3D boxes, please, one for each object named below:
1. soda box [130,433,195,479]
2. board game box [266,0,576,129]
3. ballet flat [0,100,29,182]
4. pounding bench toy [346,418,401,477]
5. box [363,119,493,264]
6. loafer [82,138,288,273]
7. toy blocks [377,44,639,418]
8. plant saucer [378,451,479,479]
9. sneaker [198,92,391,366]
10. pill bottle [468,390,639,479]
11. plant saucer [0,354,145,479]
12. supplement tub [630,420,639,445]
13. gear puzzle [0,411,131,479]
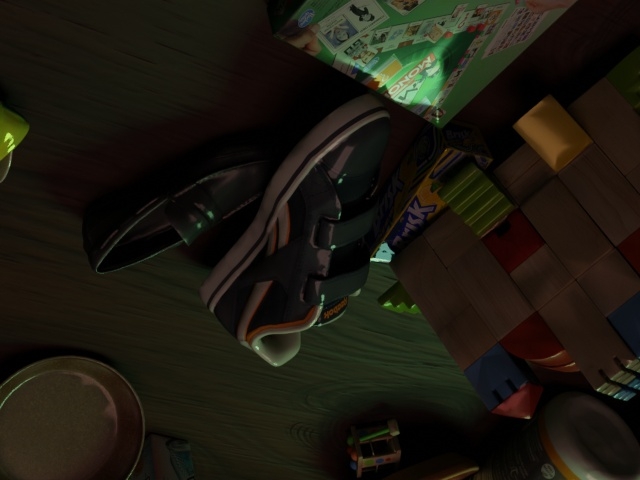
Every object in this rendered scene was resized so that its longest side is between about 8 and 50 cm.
[{"bbox_3d":[-0.191,0.336,1.416,0.063,0.183,0.058,20,128,-35],"label":"soda box"},{"bbox_3d":[0.134,-0.250,0.971,0.213,0.046,0.317,24,126,-36],"label":"board game box"},{"bbox_3d":[-0.345,-0.045,1.045,0.077,0.077,0.231,11,133,-49],"label":"ballet flat"},{"bbox_3d":[0.070,0.270,1.517,0.065,0.052,0.083,-7,138,-8],"label":"pounding bench toy"},{"bbox_3d":[0.105,-0.047,1.178,0.059,0.054,0.169,11,132,-27],"label":"box"},{"bbox_3d":[-0.130,-0.030,1.113,0.223,0.078,0.076,-23,138,10],"label":"loafer"},{"bbox_3d":[0.257,0.037,1.117,0.381,0.261,0.191,-42,151,16],"label":"toy blocks"},{"bbox_3d":[0.122,0.339,1.572,0.200,0.037,0.200,-22,163,-7],"label":"plant saucer"},{"bbox_3d":[0.000,0.000,1.124,0.126,0.127,0.321,-26,160,-45],"label":"sneaker"},{"bbox_3d":[0.304,0.348,1.587,0.162,0.162,0.278,15,130,-29],"label":"pill bottle"},{"bbox_3d":[-0.303,0.224,1.315,0.198,0.036,0.199,-6,104,-25],"label":"plant saucer"},{"bbox_3d":[0.491,0.369,1.630,0.207,0.207,0.338,16,129,-30],"label":"supplement tub"},{"bbox_3d":[-0.324,0.339,1.449,0.175,0.044,0.339,-30,141,-10],"label":"gear puzzle"}]
